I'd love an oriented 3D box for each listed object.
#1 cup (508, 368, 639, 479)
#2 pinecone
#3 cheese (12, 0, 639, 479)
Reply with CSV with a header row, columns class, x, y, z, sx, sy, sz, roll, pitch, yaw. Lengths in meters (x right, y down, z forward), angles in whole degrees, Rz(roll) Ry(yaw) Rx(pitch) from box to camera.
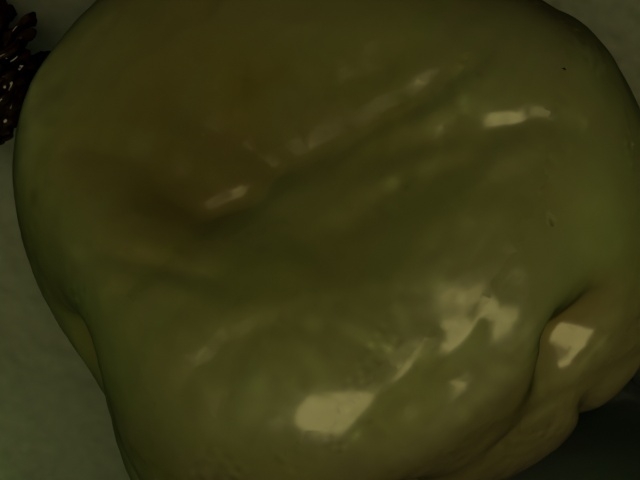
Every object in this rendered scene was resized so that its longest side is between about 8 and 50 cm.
class,x,y,z,sx,sy,sz,roll,pitch,yaw
cup,0.042,0.233,0.616,0.357,0.259,0.274,-19,106,32
pinecone,-0.141,-0.068,0.606,0.077,0.077,0.083,-42,92,5
cheese,0.000,0.000,0.561,0.235,0.117,0.218,5,68,16
